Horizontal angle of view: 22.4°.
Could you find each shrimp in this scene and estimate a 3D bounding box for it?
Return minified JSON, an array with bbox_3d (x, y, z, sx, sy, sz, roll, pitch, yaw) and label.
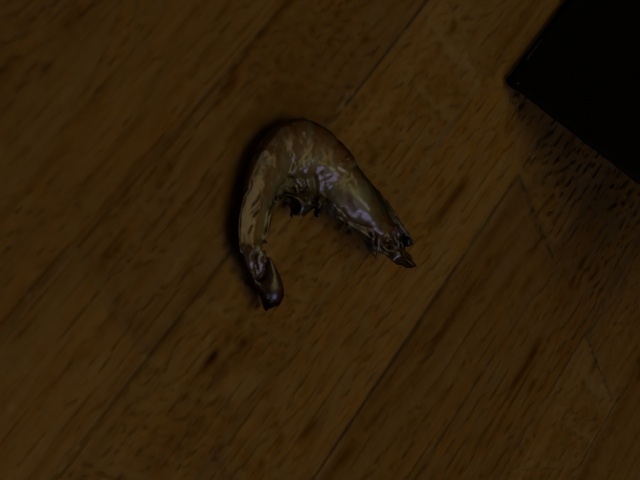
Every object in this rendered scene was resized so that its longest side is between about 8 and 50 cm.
[{"bbox_3d":[0.000,0.000,0.721,0.114,0.023,0.083,42,67,-40],"label":"shrimp"}]

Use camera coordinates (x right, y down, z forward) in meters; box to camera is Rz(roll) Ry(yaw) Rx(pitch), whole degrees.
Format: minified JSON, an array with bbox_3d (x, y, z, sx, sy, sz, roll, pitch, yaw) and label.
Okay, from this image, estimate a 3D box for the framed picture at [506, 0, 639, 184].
[{"bbox_3d":[0.277,-0.116,0.919,0.244,0.013,0.324,38,57,1],"label":"framed picture"}]
